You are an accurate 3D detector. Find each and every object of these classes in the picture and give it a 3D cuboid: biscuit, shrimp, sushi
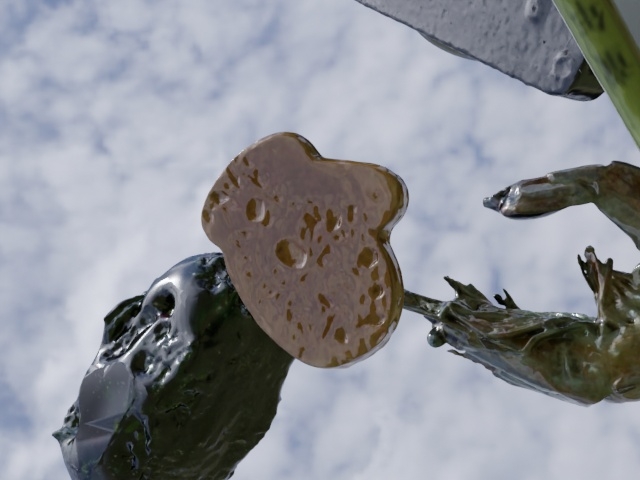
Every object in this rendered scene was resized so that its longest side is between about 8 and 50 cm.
[{"bbox_3d":[0.001,0.000,0.759,0.023,0.118,0.140,7,-128,-62],"label":"biscuit"},{"bbox_3d":[0.239,0.043,1.366,0.085,0.360,0.247,-10,-79,-72],"label":"shrimp"},{"bbox_3d":[-0.114,0.117,1.103,0.127,0.124,0.225,27,-81,-47],"label":"sushi"}]

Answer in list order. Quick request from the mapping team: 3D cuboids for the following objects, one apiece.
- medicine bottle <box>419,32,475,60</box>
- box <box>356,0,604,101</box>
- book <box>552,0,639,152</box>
[{"bbox_3d":[0.235,-0.425,1.677,0.224,0.224,0.384,41,-124,-39],"label":"medicine bottle"},{"bbox_3d":[0.146,-0.273,1.205,0.058,0.350,0.211,7,-70,-43],"label":"box"},{"bbox_3d":[0.110,-0.139,0.563,0.352,0.035,0.239,60,-155,-5],"label":"book"}]
